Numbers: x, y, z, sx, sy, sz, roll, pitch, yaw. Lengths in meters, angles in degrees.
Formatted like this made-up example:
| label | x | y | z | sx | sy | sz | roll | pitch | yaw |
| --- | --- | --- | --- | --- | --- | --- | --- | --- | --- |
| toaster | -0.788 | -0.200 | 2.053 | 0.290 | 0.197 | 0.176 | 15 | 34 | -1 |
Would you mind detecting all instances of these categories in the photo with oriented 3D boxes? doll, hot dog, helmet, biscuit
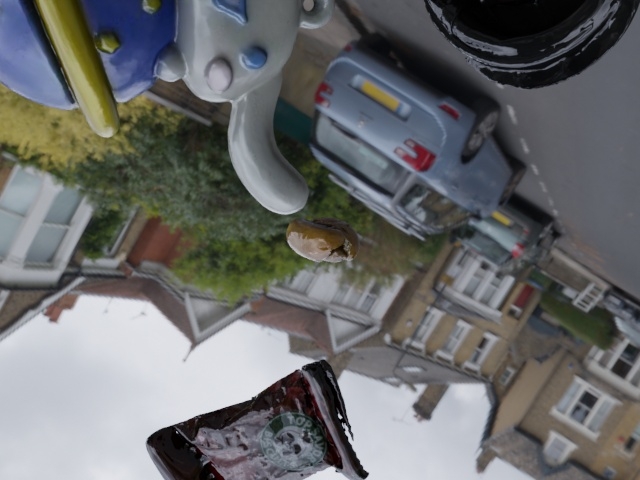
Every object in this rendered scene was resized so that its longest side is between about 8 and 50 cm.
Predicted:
| label | x | y | z | sx | sy | sz | roll | pitch | yaw |
| --- | --- | --- | --- | --- | --- | --- | --- | --- | --- |
| doll | -0.119 | -0.148 | 0.486 | 0.160 | 0.243 | 0.310 | 20 | 134 | 59 |
| hot dog | -0.002 | 0.000 | 0.886 | 0.090 | 0.060 | 0.140 | -1 | -166 | -31 |
| helmet | 0.243 | -0.288 | 0.707 | 0.160 | 0.231 | 0.278 | -3 | -115 | -51 |
| biscuit | -0.067 | 0.245 | 0.774 | 0.063 | 0.235 | 0.151 | -82 | -33 | -69 |
